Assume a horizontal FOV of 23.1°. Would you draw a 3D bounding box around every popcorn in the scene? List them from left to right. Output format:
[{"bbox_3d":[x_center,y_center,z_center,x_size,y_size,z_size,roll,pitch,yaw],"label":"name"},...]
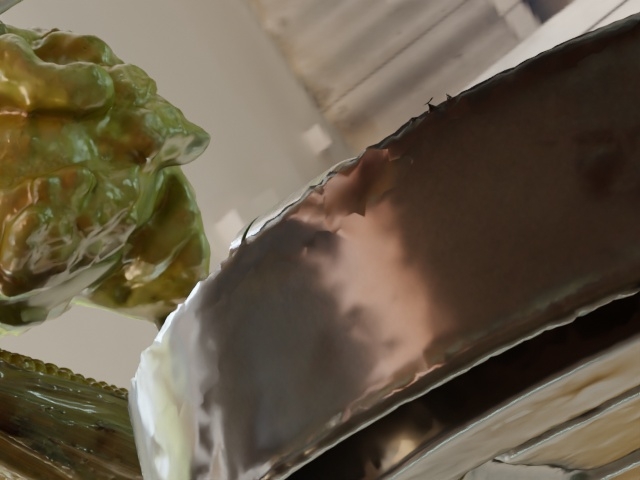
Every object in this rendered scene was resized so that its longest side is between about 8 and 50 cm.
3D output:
[{"bbox_3d":[-0.226,-0.053,1.245,0.293,0.293,0.237,-30,-114,34],"label":"popcorn"}]

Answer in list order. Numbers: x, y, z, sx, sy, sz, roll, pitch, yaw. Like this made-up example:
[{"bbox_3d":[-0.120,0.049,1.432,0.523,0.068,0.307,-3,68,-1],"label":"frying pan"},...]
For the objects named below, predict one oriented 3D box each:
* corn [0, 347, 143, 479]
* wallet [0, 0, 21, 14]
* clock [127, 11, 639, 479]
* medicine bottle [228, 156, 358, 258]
[{"bbox_3d":[-0.176,0.175,1.236,0.123,0.305,0.122,14,-100,65],"label":"corn"},{"bbox_3d":[-0.035,-0.217,0.567,0.077,0.309,0.223,37,-35,14],"label":"wallet"},{"bbox_3d":[0.098,0.028,0.484,0.325,0.325,0.067,-37,-116,33],"label":"clock"},{"bbox_3d":[0.000,0.000,1.204,0.086,0.086,0.183,60,-29,1],"label":"medicine bottle"}]
